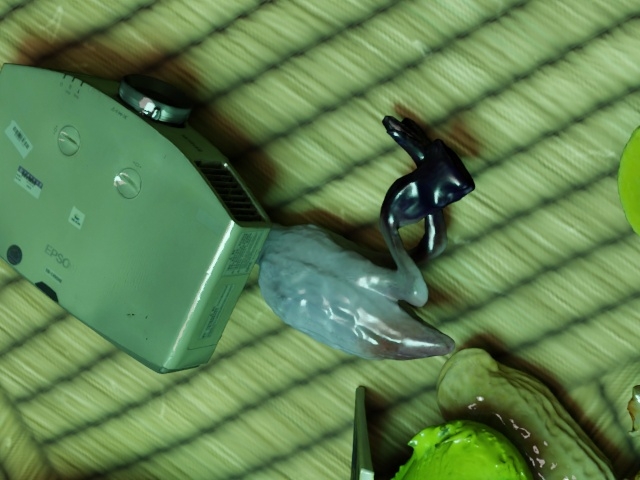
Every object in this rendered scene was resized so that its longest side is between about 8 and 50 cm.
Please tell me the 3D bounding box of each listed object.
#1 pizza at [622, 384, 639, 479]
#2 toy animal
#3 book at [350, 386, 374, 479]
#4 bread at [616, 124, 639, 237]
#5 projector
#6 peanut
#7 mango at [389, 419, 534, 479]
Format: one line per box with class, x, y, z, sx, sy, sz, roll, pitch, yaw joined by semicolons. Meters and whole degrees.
pizza;0.319;0.170;1.225;0.189;0.071;0.297;22;98;-6
toy animal;-0.007;0.025;1.290;0.324;0.090;0.195;-19;76;26
book;0.031;0.241;1.305;0.013;0.168;0.192;3;107;-1
bread;0.286;-0.045;1.166;0.129;0.114;0.111;19;112;10
projector;-0.165;-0.037;1.283;0.269;0.088;0.193;35;110;25
peanut;0.169;0.169;1.286;0.194;0.083;0.093;46;144;3
mango;0.104;0.213;1.236;0.100;0.119;0.178;14;146;-25
